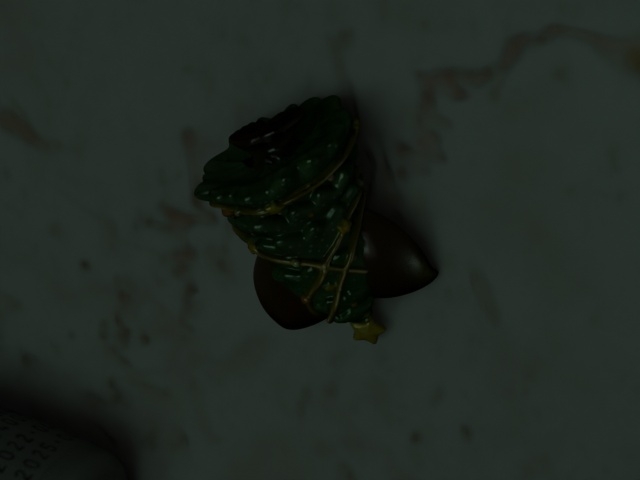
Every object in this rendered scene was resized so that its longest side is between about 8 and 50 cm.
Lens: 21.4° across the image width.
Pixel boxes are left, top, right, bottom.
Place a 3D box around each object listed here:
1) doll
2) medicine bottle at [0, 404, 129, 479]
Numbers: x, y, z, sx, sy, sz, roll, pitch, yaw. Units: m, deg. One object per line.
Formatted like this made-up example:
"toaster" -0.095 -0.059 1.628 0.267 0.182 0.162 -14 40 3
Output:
"doll" -0.004 0.000 0.719 0.078 0.077 0.113 -19 97 19
"medicine bottle" -0.187 0.124 0.824 0.168 0.105 0.105 19 112 19
